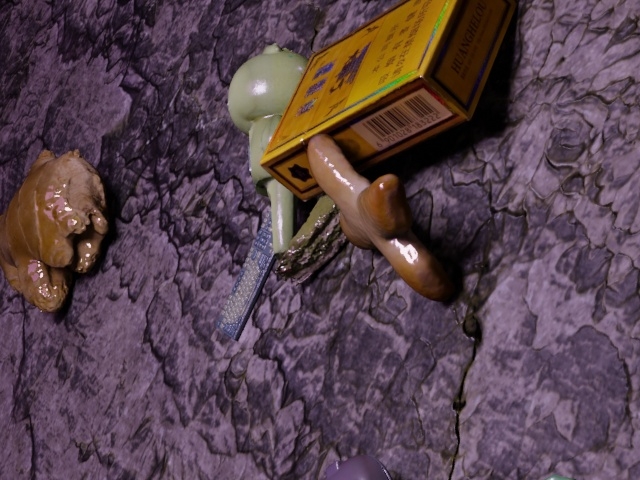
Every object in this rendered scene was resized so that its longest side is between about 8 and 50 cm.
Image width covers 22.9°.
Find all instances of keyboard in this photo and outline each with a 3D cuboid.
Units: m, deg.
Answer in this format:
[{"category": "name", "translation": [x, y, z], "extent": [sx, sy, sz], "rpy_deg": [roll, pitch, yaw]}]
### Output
[{"category": "keyboard", "translation": [-0.085, 0.041, 2.031], "extent": [0.055, 0.014, 0.176], "rpy_deg": [28, 94, 56]}]

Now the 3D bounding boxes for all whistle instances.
[{"category": "whistle", "translation": [-0.034, -0.121, 1.987], "extent": [0.141, 0.141, 0.294], "rpy_deg": [-37, 60, 39]}]

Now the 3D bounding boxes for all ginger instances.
[{"category": "ginger", "translation": [-0.431, 0.004, 2.533], "extent": [0.236, 0.166, 0.375], "rpy_deg": [63, 158, 11]}]

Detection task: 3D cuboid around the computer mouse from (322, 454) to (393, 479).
[{"category": "computer mouse", "translation": [0.043, 0.330, 1.591], "extent": [0.120, 0.057, 0.232], "rpy_deg": [-43, 40, 33]}]

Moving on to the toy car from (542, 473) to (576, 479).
[{"category": "toy car", "translation": [0.116, 0.366, 1.328], "extent": [0.176, 0.213, 0.359], "rpy_deg": [9, 78, 23]}]

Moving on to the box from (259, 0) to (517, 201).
[{"category": "box", "translation": [0.075, -0.180, 1.824], "extent": [0.301, 0.084, 0.193], "rpy_deg": [-24, 33, 48]}]

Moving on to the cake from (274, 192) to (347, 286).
[{"category": "cake", "translation": [0.000, 0.000, 1.887], "extent": [0.140, 0.051, 0.055], "rpy_deg": [-56, 30, 12]}]

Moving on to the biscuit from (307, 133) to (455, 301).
[{"category": "biscuit", "translation": [0.060, -0.025, 1.721], "extent": [0.047, 0.164, 0.208], "rpy_deg": [-36, 29, -9]}]
